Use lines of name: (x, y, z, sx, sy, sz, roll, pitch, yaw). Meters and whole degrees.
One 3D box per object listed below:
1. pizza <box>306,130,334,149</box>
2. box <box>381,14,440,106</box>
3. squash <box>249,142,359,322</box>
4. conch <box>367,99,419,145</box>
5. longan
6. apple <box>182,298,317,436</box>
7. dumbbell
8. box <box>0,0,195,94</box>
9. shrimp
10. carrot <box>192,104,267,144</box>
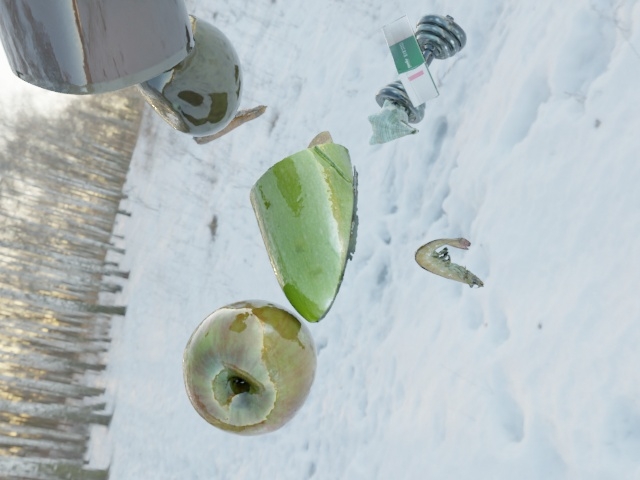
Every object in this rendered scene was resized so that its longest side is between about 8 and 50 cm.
pizza: (0.010, -0.332, 2.240, 0.175, 0.134, 0.046, -52, -12, -15)
box: (0.237, -0.473, 1.548, 0.081, 0.135, 0.198, -24, 56, 15)
squash: (0.000, 0.000, 1.166, 0.233, 0.210, 0.308, -49, 60, 47)
conch: (0.186, -0.332, 1.671, 0.137, 0.114, 0.234, -29, 12, 12)
longan: (-0.269, -0.336, 1.178, 0.215, 0.246, 0.245, -38, 35, 30)
apple: (-0.133, 0.239, 1.157, 0.264, 0.265, 0.264, -163, 90, -71)
dumbbell: (0.324, -0.553, 1.897, 0.406, 0.179, 0.179, -60, 18, -5)
box: (-0.365, -0.388, 0.910, 0.300, 0.301, 0.216, -97, 1, -50)
shrimp: (0.286, 0.041, 1.216, 0.124, 0.178, 0.034, -55, 14, 47)
carrot: (-0.272, -0.353, 1.761, 0.248, 0.059, 0.059, -24, 29, 2)
